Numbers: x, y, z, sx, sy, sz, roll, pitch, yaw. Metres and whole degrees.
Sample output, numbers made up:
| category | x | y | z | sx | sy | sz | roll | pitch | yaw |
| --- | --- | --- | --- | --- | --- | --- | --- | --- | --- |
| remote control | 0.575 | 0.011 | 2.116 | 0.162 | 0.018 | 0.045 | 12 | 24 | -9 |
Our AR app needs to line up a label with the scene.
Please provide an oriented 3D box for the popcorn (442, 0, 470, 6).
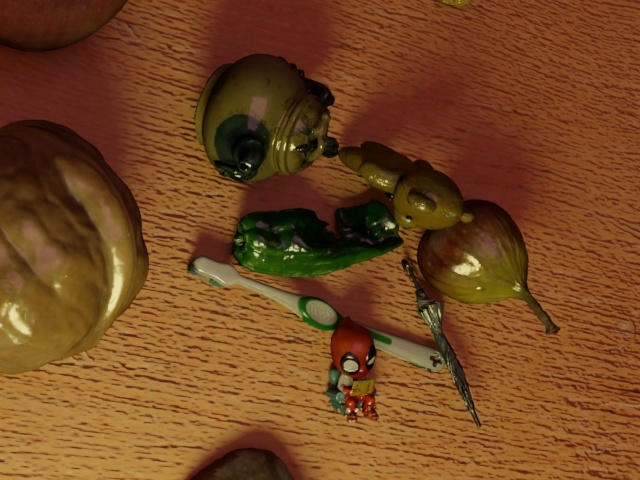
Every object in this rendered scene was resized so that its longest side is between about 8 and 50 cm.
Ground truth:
| category | x | y | z | sx | sy | sz | roll | pitch | yaw |
| --- | --- | --- | --- | --- | --- | --- | --- | --- | --- |
| popcorn | 0.217 | -0.408 | 1.597 | 0.083 | 0.057 | 0.082 | -40 | 100 | -27 |

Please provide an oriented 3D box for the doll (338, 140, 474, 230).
| category | x | y | z | sx | sy | sz | roll | pitch | yaw |
| --- | --- | --- | --- | --- | --- | --- | --- | --- | --- |
| doll | 0.113 | -0.075 | 1.440 | 0.137 | 0.209 | 0.097 | 2 | 116 | -44 |

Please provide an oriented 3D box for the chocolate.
| category | x | y | z | sx | sy | sz | roll | pitch | yaw |
| --- | --- | --- | --- | --- | --- | --- | --- | --- | --- |
| chocolate | -0.065 | 0.396 | 1.324 | 0.157 | 0.080 | 0.254 | -29 | 94 | -26 |

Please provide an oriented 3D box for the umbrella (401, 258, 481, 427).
| category | x | y | z | sx | sy | sz | roll | pitch | yaw |
| --- | --- | --- | --- | --- | --- | --- | --- | --- | --- |
| umbrella | 0.183 | 0.147 | 1.495 | 0.044 | 0.044 | 0.269 | -26 | 87 | 19 |

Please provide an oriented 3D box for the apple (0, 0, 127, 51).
| category | x | y | z | sx | sy | sz | roll | pitch | yaw |
| --- | --- | --- | --- | --- | --- | --- | --- | --- | --- |
| apple | -0.340 | -0.385 | 1.239 | 0.306 | 0.235 | 0.305 | 6 | 78 | -27 |

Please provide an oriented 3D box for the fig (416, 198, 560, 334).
| category | x | y | z | sx | sy | sz | roll | pitch | yaw |
| --- | --- | --- | --- | --- | --- | --- | --- | --- | --- |
| fig | 0.250 | 0.051 | 1.483 | 0.160 | 0.143 | 0.230 | -34 | 85 | -30 |

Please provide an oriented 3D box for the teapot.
| category | x | y | z | sx | sy | sz | roll | pitch | yaw |
| --- | --- | --- | --- | --- | --- | --- | --- | --- | --- |
| teapot | -0.054 | -0.158 | 1.359 | 0.183 | 0.173 | 0.269 | 22 | 34 | 18 |

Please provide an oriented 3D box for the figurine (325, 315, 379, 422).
| category | x | y | z | sx | sy | sz | roll | pitch | yaw |
| --- | --- | --- | --- | --- | --- | --- | --- | --- | --- |
| figurine | 0.046 | 0.176 | 1.409 | 0.068 | 0.075 | 0.140 | -7 | 102 | -25 |

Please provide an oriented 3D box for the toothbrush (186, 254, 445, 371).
| category | x | y | z | sx | sy | sz | roll | pitch | yaw |
| --- | --- | --- | --- | --- | --- | --- | --- | --- | --- |
| toothbrush | 0.007 | 0.106 | 1.426 | 0.418 | 0.040 | 0.042 | 22 | 67 | -20 |

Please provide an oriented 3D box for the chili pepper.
| category | x | y | z | sx | sy | sz | roll | pitch | yaw |
| --- | --- | --- | --- | --- | --- | --- | --- | --- | --- |
| chili pepper | 0.000 | -0.001 | 1.421 | 0.253 | 0.083 | 0.099 | -7 | 75 | -29 |

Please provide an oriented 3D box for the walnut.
| category | x | y | z | sx | sy | sz | roll | pitch | yaw |
| --- | --- | --- | --- | --- | --- | --- | --- | --- | --- |
| walnut | -0.339 | 0.012 | 1.163 | 0.285 | 0.285 | 0.296 | 63 | 27 | -4 |
